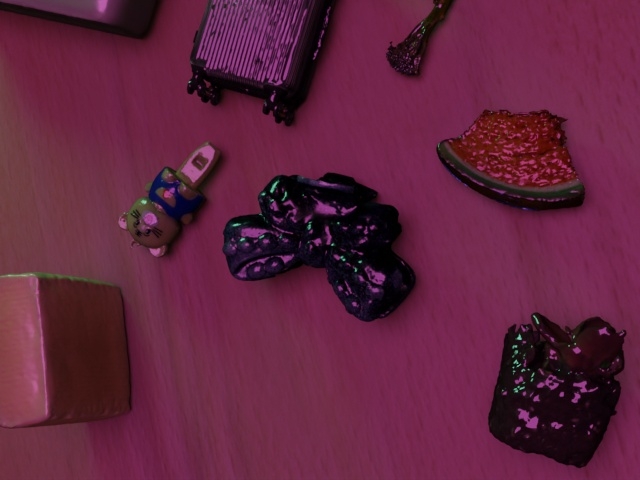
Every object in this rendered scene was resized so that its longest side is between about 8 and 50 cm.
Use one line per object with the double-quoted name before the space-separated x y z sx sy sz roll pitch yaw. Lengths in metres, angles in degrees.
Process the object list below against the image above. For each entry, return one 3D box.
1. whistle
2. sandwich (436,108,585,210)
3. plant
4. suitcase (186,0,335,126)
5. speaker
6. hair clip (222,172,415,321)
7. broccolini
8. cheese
"whistle" -0.252 -0.073 1.889 0.105 0.085 0.227 41 95 7
"sandwich" 0.301 -0.124 1.748 0.235 0.079 0.159 3 74 13
"plant" 0.350 0.208 1.633 0.178 0.204 0.234 15 99 8
"suitcase" -0.091 -0.367 1.854 0.202 0.128 0.312 17 88 17
"speaker" -0.480 -0.491 1.957 0.406 0.183 0.184 14 93 17
"hair clip" 0.005 -0.005 1.761 0.310 0.194 0.206 17 95 16
"broccolini" 0.185 -0.369 1.827 0.067 0.058 0.216 31 83 15
"cheese" -0.428 0.181 1.816 0.123 0.265 0.243 -5 82 17
